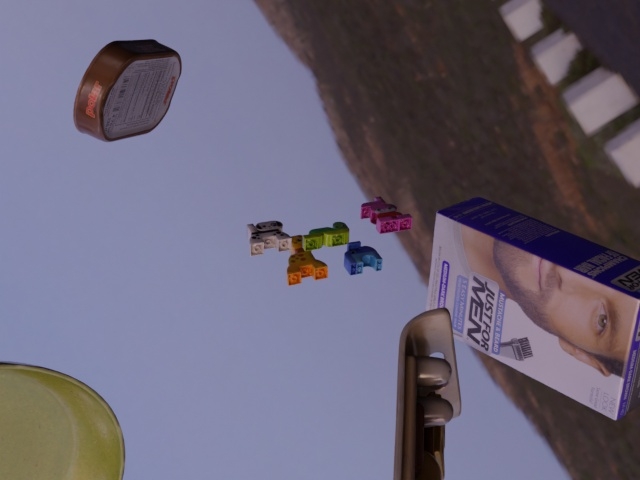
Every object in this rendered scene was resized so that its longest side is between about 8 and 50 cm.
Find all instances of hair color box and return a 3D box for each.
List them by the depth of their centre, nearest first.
[{"bbox_3d":[0.308,0.085,1.555,0.338,0.185,0.110,25,-148,38],"label":"hair color box"}]

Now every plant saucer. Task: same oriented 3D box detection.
[{"bbox_3d":[-0.235,0.161,0.679,0.037,0.241,0.241,44,-179,39],"label":"plant saucer"}]

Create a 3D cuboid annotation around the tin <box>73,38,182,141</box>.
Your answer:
[{"bbox_3d":[-0.206,-0.162,1.219,0.040,0.106,0.189,29,-162,9],"label":"tin"}]

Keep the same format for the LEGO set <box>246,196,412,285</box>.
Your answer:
[{"bbox_3d":[0.000,0.000,1.528,0.093,0.227,0.087,-125,31,-54],"label":"LEGO set"}]

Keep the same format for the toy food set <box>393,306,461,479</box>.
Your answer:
[{"bbox_3d":[0.142,0.262,1.273,0.220,0.092,0.306,76,-165,-47],"label":"toy food set"}]
